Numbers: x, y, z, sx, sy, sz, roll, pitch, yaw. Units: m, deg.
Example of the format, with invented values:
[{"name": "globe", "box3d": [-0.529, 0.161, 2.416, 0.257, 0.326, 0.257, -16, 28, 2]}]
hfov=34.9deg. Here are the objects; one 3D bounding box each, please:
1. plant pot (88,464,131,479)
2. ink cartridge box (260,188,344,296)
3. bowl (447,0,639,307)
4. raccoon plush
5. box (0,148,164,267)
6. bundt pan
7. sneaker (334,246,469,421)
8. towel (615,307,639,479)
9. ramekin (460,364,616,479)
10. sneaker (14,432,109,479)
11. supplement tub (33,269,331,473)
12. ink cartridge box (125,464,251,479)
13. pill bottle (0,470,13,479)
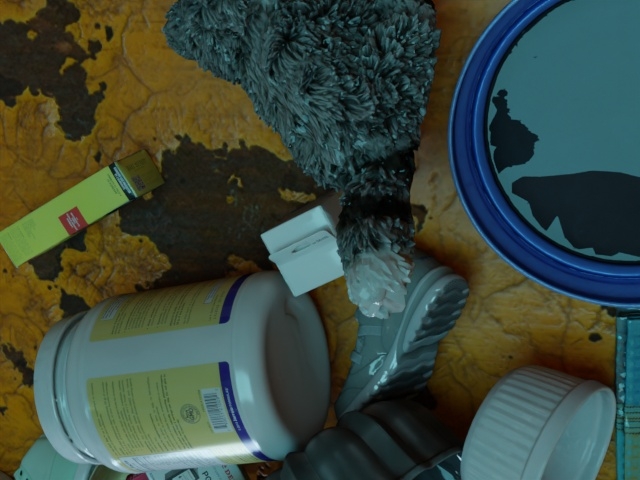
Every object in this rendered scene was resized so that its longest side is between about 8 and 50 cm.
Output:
[{"name": "plant pot", "box3d": [-0.223, 0.387, 1.475, 0.236, 0.032, 0.236, 0, 86, -5]}, {"name": "ink cartridge box", "box3d": [0.000, 0.000, 1.261, 0.092, 0.143, 0.090, -26, 97, 25]}, {"name": "bowl", "box3d": [0.341, -0.120, 1.139, 0.391, 0.077, 0.391, 6, 109, 18]}, {"name": "raccoon plush", "box3d": [-0.040, -0.153, 1.076, 0.299, 0.446, 0.216, 11, 132, -9]}, {"name": "box", "box3d": [-0.331, -0.044, 1.398, 0.232, 0.087, 0.058, -26, 97, 24]}, {"name": "bundt pan", "box3d": [0.031, 0.318, 1.272, 0.331, 0.330, 0.124, -50, 64, 25]}, {"name": "sneaker", "box3d": [0.090, 0.125, 1.314, 0.115, 0.105, 0.281, 50, 124, 35]}, {"name": "towel", "box3d": [0.495, 0.256, 1.226, 0.271, 0.040, 0.370, 2, 107, 20]}, {"name": "ramekin", "box3d": [0.257, 0.248, 1.220, 0.109, 0.207, 0.207, 24, 115, 35]}, {"name": "sneaker", "box3d": [-0.404, 0.413, 1.519, 0.151, 0.094, 0.256, 14, 83, 35]}, {"name": "supplement tub", "box3d": [-0.177, 0.176, 1.327, 0.331, 0.241, 0.241, -10, 103, 22]}, {"name": "ink cartridge box", "box3d": [-0.183, 0.344, 1.433, 0.150, 0.063, 0.109, -30, 90, -7]}, {"name": "pill bottle", "box3d": [-0.577, 0.468, 1.542, 0.162, 0.278, 0.162, 6, 109, 18]}]
